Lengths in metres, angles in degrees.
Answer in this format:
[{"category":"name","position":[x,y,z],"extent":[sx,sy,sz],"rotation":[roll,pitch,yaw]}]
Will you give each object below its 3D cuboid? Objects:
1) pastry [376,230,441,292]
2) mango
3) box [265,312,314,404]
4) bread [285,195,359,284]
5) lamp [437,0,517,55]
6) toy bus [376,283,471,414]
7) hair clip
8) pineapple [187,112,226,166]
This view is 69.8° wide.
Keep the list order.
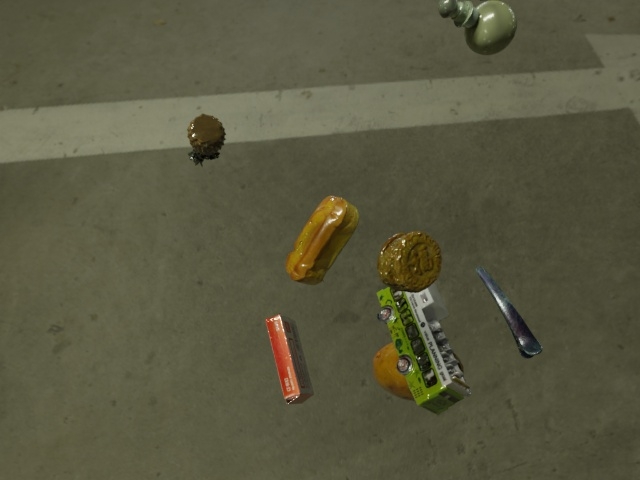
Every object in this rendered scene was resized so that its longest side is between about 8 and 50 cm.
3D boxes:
[{"category":"pastry","position":[0.142,0.035,0.736],"extent":[0.109,0.097,0.057],"rotation":[-33,16,-24]},{"category":"mango","position":[0.245,0.338,1.174],"extent":[0.248,0.156,0.151],"rotation":[-5,23,38]},{"category":"box","position":[-0.081,0.320,1.239],"extent":[0.050,0.123,0.229],"rotation":[-21,68,11]},{"category":"bread","position":[0.000,0.000,1.167],"extent":[0.246,0.094,0.102],"rotation":[-57,46,11]},{"category":"lamp","position":[0.270,-0.388,0.809],"extent":[0.163,0.091,0.091],"rotation":[6,50,-29]},{"category":"toy bus","position":[0.234,0.223,1.040],"extent":[0.139,0.113,0.302],"rotation":[-36,42,21]},{"category":"hair clip","position":[0.504,0.184,1.241],"extent":[0.048,0.083,0.275],"rotation":[-25,67,4]},{"category":"pineapple","position":[-0.223,-0.185,0.884],"extent":[0.074,0.159,0.074],"rotation":[3,79,-17]}]
